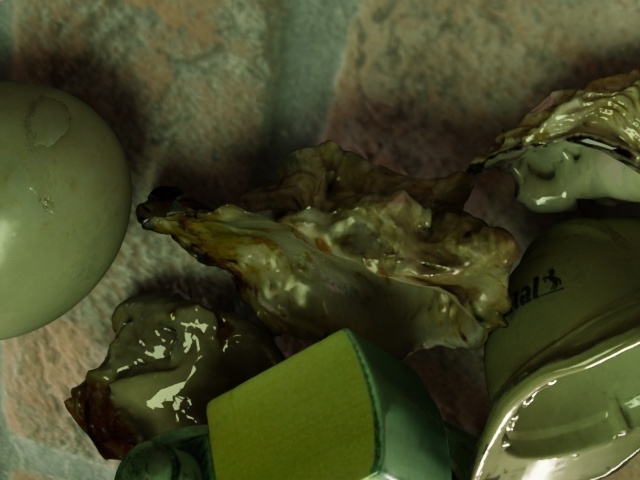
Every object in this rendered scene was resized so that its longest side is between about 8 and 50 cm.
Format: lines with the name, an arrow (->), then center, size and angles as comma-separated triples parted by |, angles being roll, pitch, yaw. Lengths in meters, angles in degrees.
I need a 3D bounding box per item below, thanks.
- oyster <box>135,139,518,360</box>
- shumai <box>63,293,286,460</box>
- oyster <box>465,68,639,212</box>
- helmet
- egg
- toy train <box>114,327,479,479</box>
oyster -> 0.003, -0.003, 1.100 | 0.221, 0.096, 0.361 | 27, 161, -18
shumai -> -0.117, 0.137, 1.290 | 0.201, 0.120, 0.201 | 21, 143, 16
oyster -> 0.201, -0.061, 1.027 | 0.191, 0.081, 0.163 | 16, 161, -4
helmet -> 0.186, 0.062, 1.091 | 0.204, 0.137, 0.257 | 1, 144, -37
egg -> -0.248, -0.019, 1.163 | 0.186, 0.186, 0.253 | 43, 130, -18
toy train -> 0.030, 0.220, 1.212 | 0.253, 0.160, 0.397 | -29, 141, 22
